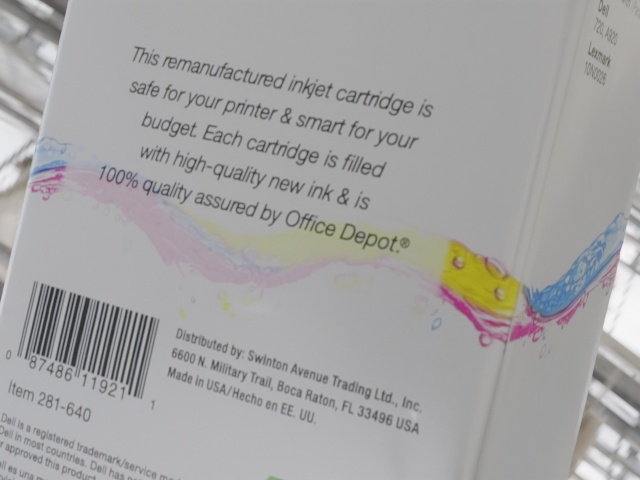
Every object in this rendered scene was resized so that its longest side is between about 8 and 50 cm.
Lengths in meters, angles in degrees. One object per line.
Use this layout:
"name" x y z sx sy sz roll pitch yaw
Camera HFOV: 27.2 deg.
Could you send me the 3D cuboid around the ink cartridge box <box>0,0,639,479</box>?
"ink cartridge box" 0.000 0.000 0.492 0.201 0.278 0.117 14 -179 28
